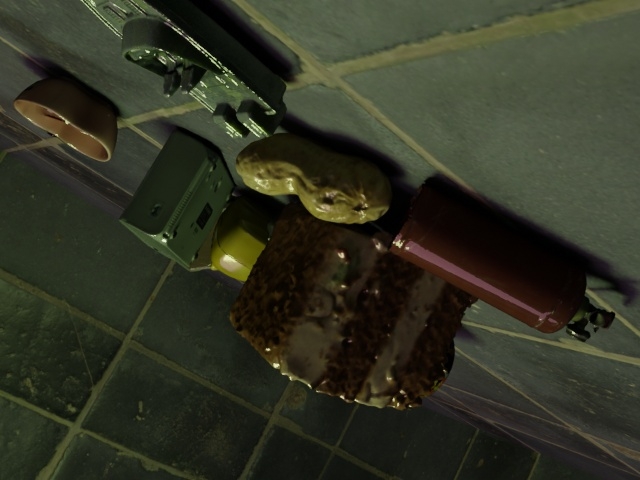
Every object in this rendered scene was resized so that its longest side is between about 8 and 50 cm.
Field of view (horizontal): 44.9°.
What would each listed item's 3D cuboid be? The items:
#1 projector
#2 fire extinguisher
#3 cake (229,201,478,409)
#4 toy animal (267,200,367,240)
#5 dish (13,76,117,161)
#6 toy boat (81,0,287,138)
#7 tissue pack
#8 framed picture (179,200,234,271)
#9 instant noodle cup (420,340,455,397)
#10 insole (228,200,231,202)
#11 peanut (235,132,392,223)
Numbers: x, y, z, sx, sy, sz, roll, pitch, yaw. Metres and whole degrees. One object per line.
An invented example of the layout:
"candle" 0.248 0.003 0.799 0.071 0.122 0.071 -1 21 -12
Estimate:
"projector" -0.262 -0.072 1.484 0.108 0.198 0.250 27 169 9
"fire extinguisher" 0.261 0.042 1.053 0.337 0.106 0.147 29 -167 0
"cake" 0.044 0.095 1.225 0.290 0.256 0.282 26 -179 -25
"toy animal" -0.001 -0.005 1.440 0.245 0.115 0.146 -1 164 21
"dish" -0.478 -0.248 1.506 0.213 0.090 0.213 25 166 7
"toy boat" -0.179 -0.232 0.895 0.319 0.092 0.141 37 163 -32
"tissue pack" -0.158 0.002 1.584 0.123 0.127 0.178 31 -157 -19
"framed picture" -0.251 -0.004 1.832 0.335 0.022 0.247 -8 148 30
"instant noodle cup" 0.173 0.242 1.763 0.190 0.251 0.251 25 172 -36
"insole" -0.157 -0.048 1.814 0.232 0.003 0.080 32 168 -15
"peanut" -0.009 -0.088 1.079 0.229 0.098 0.103 22 -168 20
